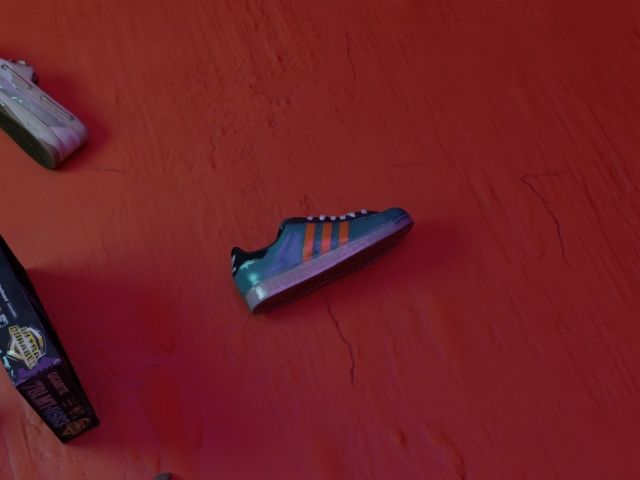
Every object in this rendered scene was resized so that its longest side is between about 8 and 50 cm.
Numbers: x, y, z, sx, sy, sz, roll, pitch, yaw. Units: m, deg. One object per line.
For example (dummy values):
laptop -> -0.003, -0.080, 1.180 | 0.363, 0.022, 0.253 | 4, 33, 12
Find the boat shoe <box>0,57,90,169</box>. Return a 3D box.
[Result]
boat shoe -> -0.519, -0.249, 1.539 | 0.302, 0.109, 0.098 | 41, 62, 9

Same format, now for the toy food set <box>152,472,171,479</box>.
toy food set -> -0.306, 0.374, 1.242 | 0.218, 0.128, 0.071 | -6, 85, -13

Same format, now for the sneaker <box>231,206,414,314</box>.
sneaker -> 0.000, 0.000, 1.452 | 0.302, 0.108, 0.121 | -25, 72, -14

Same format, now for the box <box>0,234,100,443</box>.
box -> -0.417, 0.109, 1.260 | 0.073, 0.295, 0.293 | -30, 69, -15
